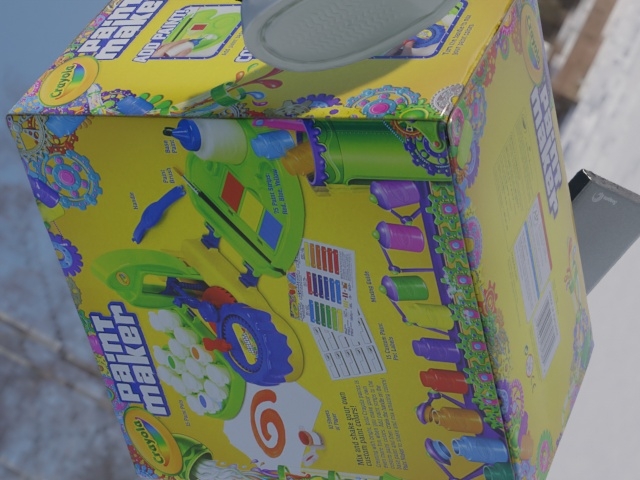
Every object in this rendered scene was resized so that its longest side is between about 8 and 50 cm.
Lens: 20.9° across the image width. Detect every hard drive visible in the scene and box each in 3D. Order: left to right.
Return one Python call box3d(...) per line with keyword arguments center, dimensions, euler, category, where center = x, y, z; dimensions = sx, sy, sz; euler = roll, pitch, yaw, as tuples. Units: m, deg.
box3d(center=(0.183, 0.012, 1.308), dimensions=(0.094, 0.022, 0.135), euler=(19, -64, -45), category="hard drive")

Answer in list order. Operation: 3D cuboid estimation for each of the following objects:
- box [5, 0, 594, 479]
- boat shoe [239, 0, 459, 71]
box3d(center=(0.000, 0.000, 1.087), dimensions=(0.177, 0.279, 0.290), euler=(-59, -36, -47), category="box")
box3d(center=(0.085, -0.181, 0.813), dimensions=(0.114, 0.302, 0.091), euler=(35, -142, -59), category="boat shoe")
